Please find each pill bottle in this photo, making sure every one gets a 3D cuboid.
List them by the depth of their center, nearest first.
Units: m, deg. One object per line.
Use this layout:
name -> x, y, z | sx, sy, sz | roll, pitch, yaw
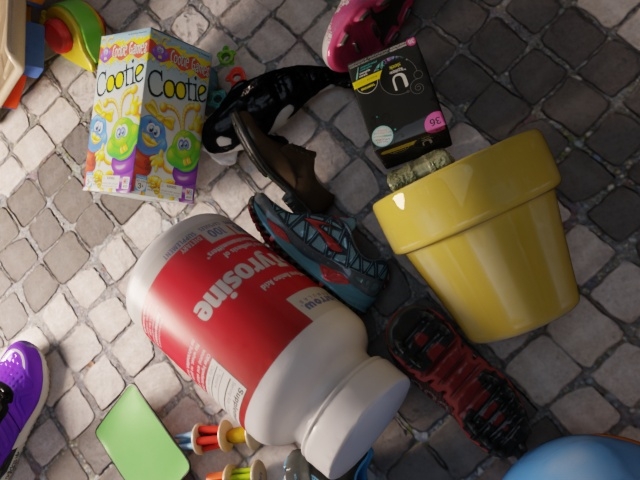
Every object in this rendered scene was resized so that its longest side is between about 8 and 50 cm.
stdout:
pill bottle -> -0.081, 0.150, 0.905 | 0.408, 0.229, 0.229 | 35, 91, 25

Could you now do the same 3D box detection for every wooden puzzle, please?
wooden puzzle -> -0.612, -0.424, 1.214 | 0.348, 0.081, 0.321 | -21, 69, 53

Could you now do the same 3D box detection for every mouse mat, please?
mouse mat -> -0.312, 0.362, 1.049 | 0.189, 0.007, 0.152 | 47, 113, 19

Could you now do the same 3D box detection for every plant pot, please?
plant pot -> 0.235, 0.004, 0.853 | 0.254, 0.254, 0.238 | -24, 89, 12

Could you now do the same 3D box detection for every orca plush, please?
orca plush -> -0.082, -0.241, 1.040 | 0.288, 0.102, 0.151 | -14, 77, 4

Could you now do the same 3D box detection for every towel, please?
towel -> 0.152, -0.112, 0.945 | 0.110, 0.148, 0.027 | -26, 99, 12

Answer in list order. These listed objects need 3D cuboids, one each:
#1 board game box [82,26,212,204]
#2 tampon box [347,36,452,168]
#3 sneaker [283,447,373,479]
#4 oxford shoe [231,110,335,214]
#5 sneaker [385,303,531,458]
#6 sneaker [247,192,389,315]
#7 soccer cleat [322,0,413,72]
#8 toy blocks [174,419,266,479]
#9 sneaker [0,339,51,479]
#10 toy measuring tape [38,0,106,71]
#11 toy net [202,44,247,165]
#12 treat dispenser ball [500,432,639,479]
board game box -> -0.306, -0.212, 1.073 | 0.144, 0.142, 0.275 | 6, 88, 36
tampon box -> 0.130, -0.221, 0.991 | 0.121, 0.101, 0.160 | -20, 74, 13
sneaker -> 0.055, 0.460, 0.873 | 0.140, 0.125, 0.340 | -21, 76, 8
oxford shoe -> -0.061, -0.138, 1.022 | 0.096, 0.083, 0.227 | -41, 105, -1
sneaker -> 0.196, 0.203, 0.893 | 0.097, 0.135, 0.276 | -44, 93, -7
sneaker -> 0.000, 0.000, 0.982 | 0.262, 0.104, 0.125 | 41, 81, -4
soccer cleat -> 0.099, -0.439, 1.052 | 0.331, 0.116, 0.143 | -51, 54, 1
toy blocks -> -0.171, 0.363, 1.001 | 0.148, 0.054, 0.123 | -12, 78, 17
sneaker -> -0.603, 0.326, 1.097 | 0.102, 0.146, 0.293 | 15, 85, 20
toy measuring tape -> -0.446, -0.399, 1.201 | 0.330, 0.121, 0.121 | 29, 89, 21
toy net -> -0.181, -0.245, 1.131 | 0.122, 0.045, 0.232 | -20, 76, 2
treat dispenser ball -> 0.338, 0.376, 0.709 | 0.288, 0.288, 0.288 | -3, 78, 17
